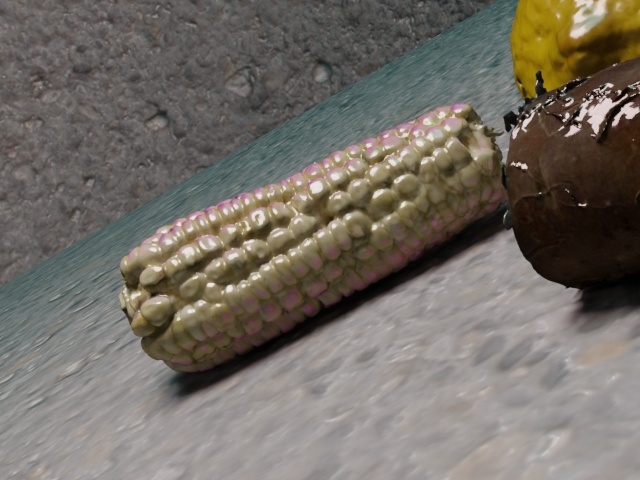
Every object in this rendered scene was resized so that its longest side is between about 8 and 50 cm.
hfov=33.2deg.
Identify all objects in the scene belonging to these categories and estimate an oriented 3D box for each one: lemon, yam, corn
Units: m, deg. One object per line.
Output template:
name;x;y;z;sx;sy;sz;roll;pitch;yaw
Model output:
lemon;0.229;-0.138;0.717;0.192;0.192;0.231;-18;-1;39
yam;0.222;-0.056;0.536;0.280;0.131;0.131;-17;15;46
corn;0.000;-0.001;0.857;0.335;0.126;0.126;-24;11;2
